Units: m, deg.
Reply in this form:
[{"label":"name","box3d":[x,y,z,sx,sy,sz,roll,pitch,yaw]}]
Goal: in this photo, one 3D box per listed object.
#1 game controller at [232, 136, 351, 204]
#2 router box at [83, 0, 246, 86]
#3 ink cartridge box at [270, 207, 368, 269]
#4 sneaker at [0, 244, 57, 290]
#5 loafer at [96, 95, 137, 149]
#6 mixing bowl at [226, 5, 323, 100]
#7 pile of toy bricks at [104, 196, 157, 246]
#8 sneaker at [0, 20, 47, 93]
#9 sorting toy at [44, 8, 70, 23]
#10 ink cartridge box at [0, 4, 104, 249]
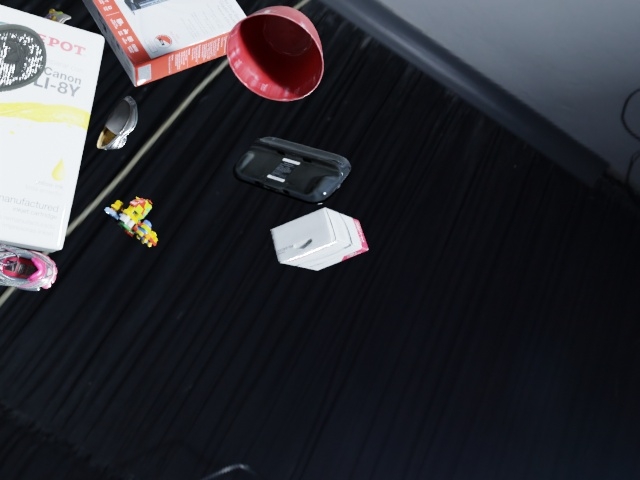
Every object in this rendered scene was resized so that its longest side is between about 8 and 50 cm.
[{"label":"game controller","box3d":[-0.081,-0.186,1.722,0.319,0.166,0.067,20,155,32]},{"label":"router box","box3d":[-0.379,-0.561,1.557,0.335,0.301,0.082,56,158,14]},{"label":"ink cartridge box","box3d":[0.000,0.000,1.120,0.109,0.063,0.150,-22,164,20]},{"label":"sneaker","box3d":[-0.766,0.042,1.509,0.299,0.120,0.112,8,171,-12]},{"label":"loafer","box3d":[-0.509,-0.288,1.649,0.062,0.061,0.170,43,128,10]},{"label":"mixing bowl","box3d":[-0.072,-0.359,1.212,0.181,0.098,0.181,10,139,9]},{"label":"pile of toy bricks","box3d":[-0.514,-0.074,1.853,0.118,0.105,0.212,29,164,19]},{"label":"sneaker","box3d":[-0.529,-0.235,0.834,0.178,0.295,0.123,16,116,31]},{"label":"sorting toy","box3d":[-0.669,-0.554,1.673,0.075,0.083,0.045,21,160,39]},{"label":"ink cartridge box","box3d":[-0.552,-0.193,1.123,0.279,0.384,0.160,12,172,-25]}]
